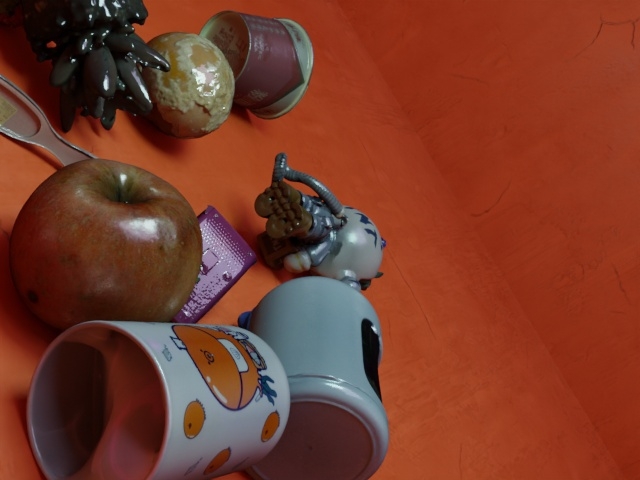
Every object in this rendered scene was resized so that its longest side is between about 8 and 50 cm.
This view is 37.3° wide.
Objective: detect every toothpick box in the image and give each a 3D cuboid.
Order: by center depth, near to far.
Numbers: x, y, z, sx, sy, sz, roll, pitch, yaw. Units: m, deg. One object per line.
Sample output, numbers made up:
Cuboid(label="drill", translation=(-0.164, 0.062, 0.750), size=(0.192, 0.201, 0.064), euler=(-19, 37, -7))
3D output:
Cuboid(label="toothpick box", translation=(-0.025, 0.206, 1.530), size=(0.263, 0.263, 0.355), euler=(46, 24, -24))

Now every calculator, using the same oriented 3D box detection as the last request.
Cuboid(label="calculator", translation=(-0.195, 0.044, 1.524), size=(0.127, 0.034, 0.190), euler=(50, 57, -12))

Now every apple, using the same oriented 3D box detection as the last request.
Cuboid(label="apple", translation=(-0.287, 0.021, 1.263), size=(0.253, 0.253, 0.253), euler=(44, 25, -27))

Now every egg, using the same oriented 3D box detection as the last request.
Cuboid(label="egg", translation=(-0.259, -0.291, 1.768), size=(0.233, 0.195, 0.195), euler=(46, 14, 33))

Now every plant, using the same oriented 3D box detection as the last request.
Cuboid(label="plant", translation=(-0.377, -0.335, 1.524), size=(0.181, 0.194, 0.321), euler=(-28, 107, -55))

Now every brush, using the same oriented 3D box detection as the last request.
Cuboid(label="brush", translation=(-0.428, -0.174, 1.438), size=(0.313, 0.072, 0.067), euler=(40, 14, -36))

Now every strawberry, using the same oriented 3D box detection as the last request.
Cuboid(label="strawberry", translation=(-0.508, -0.420, 1.567), size=(0.140, 0.085, 0.192), euler=(39, 37, -54))

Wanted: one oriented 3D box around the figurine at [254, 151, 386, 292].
Cuboid(label="figurine", translation=(0.000, 0.004, 1.905), size=(0.382, 0.186, 0.261), euler=(27, 42, -57))

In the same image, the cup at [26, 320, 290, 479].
Cuboid(label="cup", translation=(-0.186, 0.210, 1.216), size=(0.317, 0.212, 0.212), euler=(10, 50, -63))

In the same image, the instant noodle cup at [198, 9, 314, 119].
Cuboid(label="instant noodle cup", translation=(-0.158, -0.397, 2.097), size=(0.178, 0.235, 0.235), euler=(7, 52, -49))
